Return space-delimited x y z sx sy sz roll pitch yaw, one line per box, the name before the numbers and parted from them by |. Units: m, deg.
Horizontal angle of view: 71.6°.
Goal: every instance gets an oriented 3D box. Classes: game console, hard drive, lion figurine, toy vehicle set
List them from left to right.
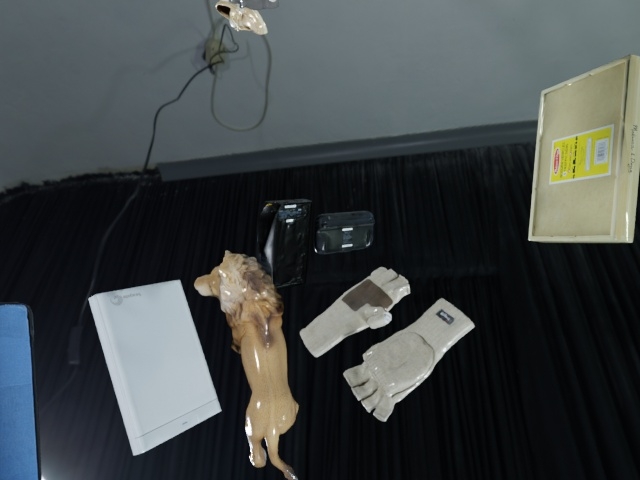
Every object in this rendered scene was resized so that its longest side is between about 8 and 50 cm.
hard drive | -0.383 0.279 1.053 0.047 0.353 0.233 -27 169 31
lion figurine | -0.103 0.223 0.788 0.142 0.392 0.240 -17 155 -16
game console | 0.000 0.000 1.122 0.361 0.044 0.213 -7 110 -37
toy vehicle set | 0.414 -0.129 0.702 0.035 0.266 0.166 6 179 -17

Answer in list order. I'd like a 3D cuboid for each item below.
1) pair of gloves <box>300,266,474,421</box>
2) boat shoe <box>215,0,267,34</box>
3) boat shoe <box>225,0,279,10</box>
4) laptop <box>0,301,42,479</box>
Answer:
pair of gloves | 0.094 0.146 0.707 0.204 0.240 0.042 -40 125 -13
boat shoe | -0.186 -0.518 1.032 0.059 0.170 0.063 -38 149 -8
boat shoe | -0.067 -0.462 0.589 0.095 0.112 0.335 6 155 -17
laptop | -0.238 0.172 0.085 0.408 0.236 0.382 8 -178 45
